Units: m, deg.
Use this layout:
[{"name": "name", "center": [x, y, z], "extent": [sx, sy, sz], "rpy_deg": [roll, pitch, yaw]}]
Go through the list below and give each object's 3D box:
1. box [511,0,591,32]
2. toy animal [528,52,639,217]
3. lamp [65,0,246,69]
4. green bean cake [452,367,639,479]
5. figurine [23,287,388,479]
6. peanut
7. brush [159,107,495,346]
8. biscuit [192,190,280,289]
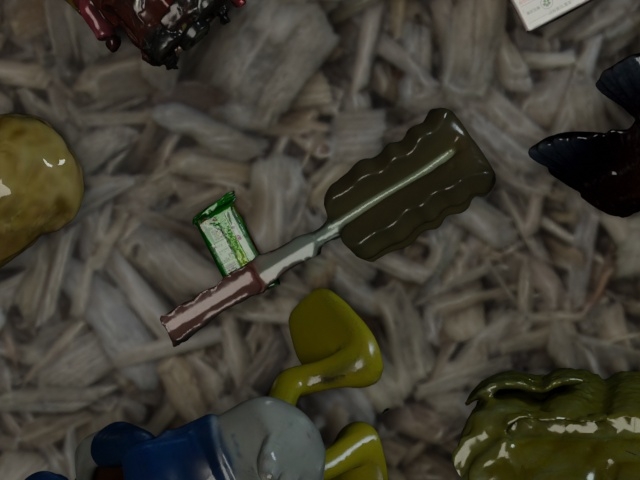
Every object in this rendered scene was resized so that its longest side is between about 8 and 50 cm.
[{"name": "box", "center": [0.201, -0.233, 1.353], "extent": [0.125, 0.043, 0.089], "rpy_deg": [-26, 90, 9]}, {"name": "toy animal", "center": [0.281, -0.063, 1.318], "extent": [0.218, 0.116, 0.179], "rpy_deg": [-21, 92, 15]}, {"name": "lamp", "center": [-0.183, -0.251, 1.374], "extent": [0.118, 0.118, 0.253], "rpy_deg": [-42, 89, 9]}, {"name": "green bean cake", "center": [0.239, 0.258, 1.309], "extent": [0.285, 0.202, 0.310], "rpy_deg": [-2, 94, 10]}, {"name": "figurine", "center": [-0.138, 0.191, 1.338], "extent": [0.283, 0.338, 0.204], "rpy_deg": [-24, 83, 44]}, {"name": "peanut", "center": [-0.346, -0.033, 1.404], "extent": [0.305, 0.147, 0.147], "rpy_deg": [0, 94, 7]}, {"name": "brush", "center": [0.000, 0.000, 1.388], "extent": [0.301, 0.071, 0.084], "rpy_deg": [-32, 80, 7]}, {"name": "biscuit", "center": [-0.074, 0.007, 1.426], "extent": [0.046, 0.016, 0.089], "rpy_deg": [-27, 91, 8]}]
